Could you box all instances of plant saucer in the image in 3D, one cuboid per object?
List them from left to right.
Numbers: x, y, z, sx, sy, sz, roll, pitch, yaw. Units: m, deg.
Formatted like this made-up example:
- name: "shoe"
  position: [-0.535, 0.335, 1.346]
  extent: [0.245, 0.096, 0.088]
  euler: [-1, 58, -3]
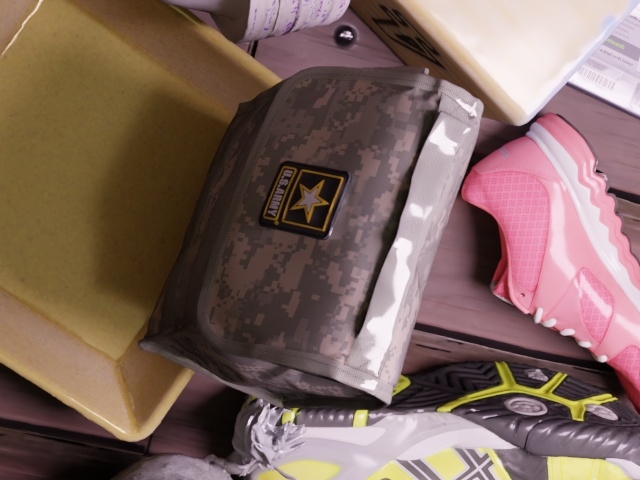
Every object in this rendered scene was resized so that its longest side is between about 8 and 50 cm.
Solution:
- name: "plant saucer"
  position: [-0.198, -0.051, 1.404]
  extent: [0.333, 0.081, 0.332]
  euler: [36, 88, -17]

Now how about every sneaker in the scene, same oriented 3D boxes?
- name: "sneaker"
  position: [0.116, 0.200, 1.508]
  extent: [0.385, 0.145, 0.147]
  euler: [2, 107, -2]
- name: "sneaker"
  position: [0.232, 0.043, 1.539]
  extent: [0.136, 0.116, 0.313]
  euler: [-26, 98, 0]

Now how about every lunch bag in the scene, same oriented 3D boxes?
- name: "lunch bag"
  position: [0.000, 0.000, 1.249]
  extent: [0.169, 0.287, 0.235]
  euler: [25, 76, -19]

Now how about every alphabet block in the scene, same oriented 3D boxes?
- name: "alphabet block"
  position: [0.137, -0.236, 1.409]
  extent: [0.192, 0.193, 0.197]
  euler: [-47, 107, -6]

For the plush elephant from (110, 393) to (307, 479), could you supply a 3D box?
- name: "plush elephant"
  position: [-0.117, 0.307, 1.344]
  extent: [0.272, 0.255, 0.330]
  euler: [31, 111, -16]

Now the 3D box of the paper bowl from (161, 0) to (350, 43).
- name: "paper bowl"
  position: [-0.083, -0.295, 1.289]
  extent: [0.148, 0.284, 0.284]
  euler: [-14, 102, -13]

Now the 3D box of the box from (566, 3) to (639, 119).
- name: "box"
  position: [0.308, -0.213, 1.541]
  extent: [0.145, 0.038, 0.186]
  euler: [22, 93, -18]
